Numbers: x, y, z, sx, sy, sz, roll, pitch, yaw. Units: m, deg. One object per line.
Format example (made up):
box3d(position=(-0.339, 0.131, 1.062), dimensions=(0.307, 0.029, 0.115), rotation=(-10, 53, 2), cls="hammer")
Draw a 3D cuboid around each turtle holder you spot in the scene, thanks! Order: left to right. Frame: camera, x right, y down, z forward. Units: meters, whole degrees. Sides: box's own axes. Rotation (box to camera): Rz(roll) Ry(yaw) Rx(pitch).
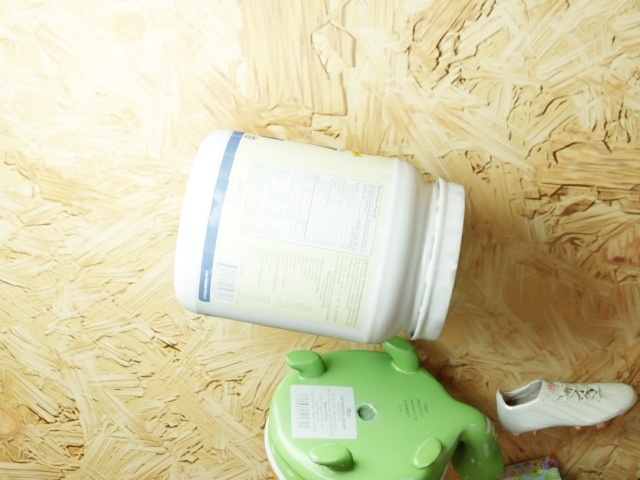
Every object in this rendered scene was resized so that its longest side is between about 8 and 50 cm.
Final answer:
box3d(position=(0.078, 0.276, 1.501), dimensions=(0.320, 0.243, 0.227), rotation=(-20, 141, -27), cls="turtle holder")

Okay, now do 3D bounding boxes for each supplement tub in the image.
box3d(position=(0.000, 0.000, 1.328), dimensions=(0.325, 0.235, 0.235), rotation=(10, 119, 1), cls="supplement tub")

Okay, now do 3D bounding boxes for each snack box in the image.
box3d(position=(0.328, 0.398, 1.623), dimensions=(0.100, 0.037, 0.141), rotation=(-17, 115, 14), cls="snack box")

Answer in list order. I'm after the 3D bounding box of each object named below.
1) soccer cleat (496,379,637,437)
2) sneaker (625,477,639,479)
box3d(position=(0.345, 0.227, 1.514), dimensions=(0.196, 0.068, 0.076), rotation=(-14, 113, 17), cls="soccer cleat")
box3d(position=(0.505, 0.348, 1.525), dimensions=(0.296, 0.123, 0.178), rotation=(4, 124, -5), cls="sneaker")
